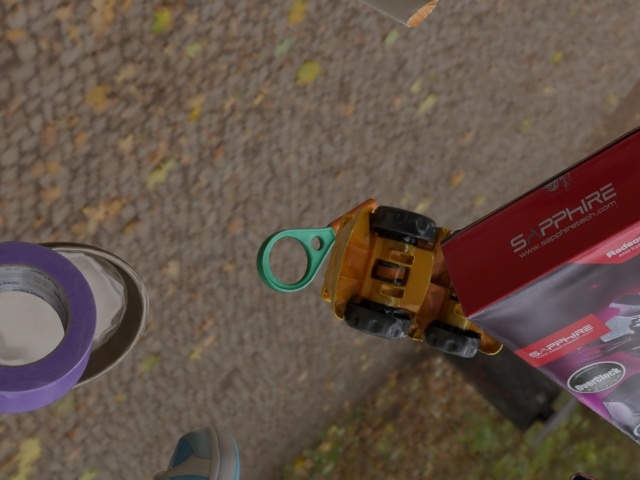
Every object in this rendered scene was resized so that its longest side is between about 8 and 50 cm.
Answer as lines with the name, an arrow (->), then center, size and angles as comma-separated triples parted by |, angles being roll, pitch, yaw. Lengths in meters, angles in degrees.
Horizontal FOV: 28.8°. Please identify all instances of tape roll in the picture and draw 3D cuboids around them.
tape roll -> -0.359, 0.101, 1.460 | 0.189, 0.189, 0.080 | -37, 169, -28

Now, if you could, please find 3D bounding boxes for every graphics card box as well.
graphics card box -> 0.308, 0.054, 1.161 | 0.233, 0.094, 0.371 | -32, 139, 21

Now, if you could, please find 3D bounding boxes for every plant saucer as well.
plant saucer -> -0.372, 0.104, 1.699 | 0.278, 0.041, 0.278 | -13, 134, -14

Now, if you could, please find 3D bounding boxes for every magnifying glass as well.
magnifying glass -> 0.000, 0.000, 1.884 | 0.231, 0.092, 0.026 | -33, -168, -31

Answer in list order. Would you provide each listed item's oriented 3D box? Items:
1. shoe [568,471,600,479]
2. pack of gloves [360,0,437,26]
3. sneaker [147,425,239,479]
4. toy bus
shoe -> 0.485, 0.469, 2.108 | 0.063, 0.178, 0.081 | -39, 141, -2
pack of gloves -> 0.065, -0.265, 1.062 | 0.195, 0.232, 0.046 | -41, 139, -18
sneaker -> -0.194, 0.275, 1.235 | 0.319, 0.208, 0.127 | -91, -163, -64
toy bus -> 0.109, 0.048, 1.530 | 0.211, 0.220, 0.149 | -173, -82, -78
